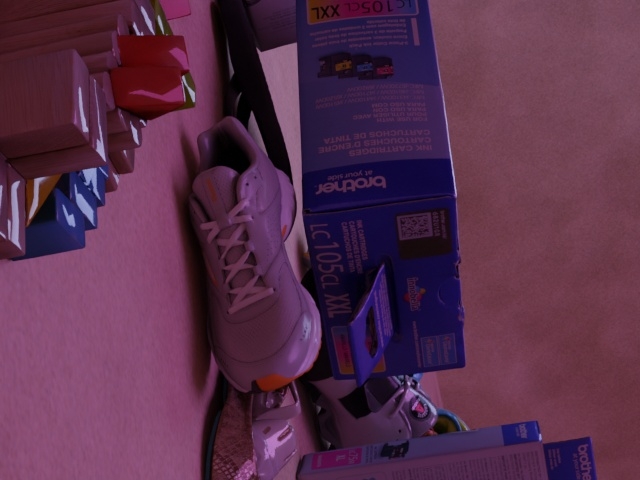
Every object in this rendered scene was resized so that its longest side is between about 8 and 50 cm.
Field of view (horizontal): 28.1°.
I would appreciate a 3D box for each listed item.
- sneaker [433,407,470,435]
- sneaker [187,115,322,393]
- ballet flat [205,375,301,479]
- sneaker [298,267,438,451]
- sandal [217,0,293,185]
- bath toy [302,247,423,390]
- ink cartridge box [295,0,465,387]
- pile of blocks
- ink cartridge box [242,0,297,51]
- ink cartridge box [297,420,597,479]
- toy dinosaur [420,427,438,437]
[{"bbox_3d":[0.157,0.299,1.891,0.319,0.127,0.208,-108,-161,-59],"label":"sneaker"},{"bbox_3d":[-0.071,0.007,1.074,0.121,0.099,0.262,60,12,-46],"label":"sneaker"},{"bbox_3d":[-0.051,0.151,1.064,0.206,0.067,0.073,-87,165,-56],"label":"ballet flat"},{"bbox_3d":[0.064,0.166,1.496,0.122,0.146,0.330,-58,140,-43],"label":"sneaker"},{"bbox_3d":[-0.076,-0.136,1.343,0.097,0.054,0.254,79,-5,-68],"label":"sandal"},{"bbox_3d":[0.069,0.093,1.753,0.151,0.129,0.348,34,-25,38],"label":"bath toy"},{"bbox_3d":[0.063,-0.043,1.312,0.270,0.151,0.395,80,4,-47],"label":"ink cartridge box"},{"bbox_3d":[-0.119,-0.078,0.725,0.362,0.113,0.149,-85,163,-60],"label":"pile of blocks"},{"bbox_3d":[-0.068,-0.296,1.416,0.109,0.063,0.150,-124,-163,-61],"label":"ink cartridge box"},{"bbox_3d":[0.147,0.302,1.387,0.065,0.311,0.185,-71,151,-71],"label":"ink cartridge box"},{"bbox_3d":[0.176,0.353,1.600,0.218,0.164,0.322,82,13,-50],"label":"toy dinosaur"}]
